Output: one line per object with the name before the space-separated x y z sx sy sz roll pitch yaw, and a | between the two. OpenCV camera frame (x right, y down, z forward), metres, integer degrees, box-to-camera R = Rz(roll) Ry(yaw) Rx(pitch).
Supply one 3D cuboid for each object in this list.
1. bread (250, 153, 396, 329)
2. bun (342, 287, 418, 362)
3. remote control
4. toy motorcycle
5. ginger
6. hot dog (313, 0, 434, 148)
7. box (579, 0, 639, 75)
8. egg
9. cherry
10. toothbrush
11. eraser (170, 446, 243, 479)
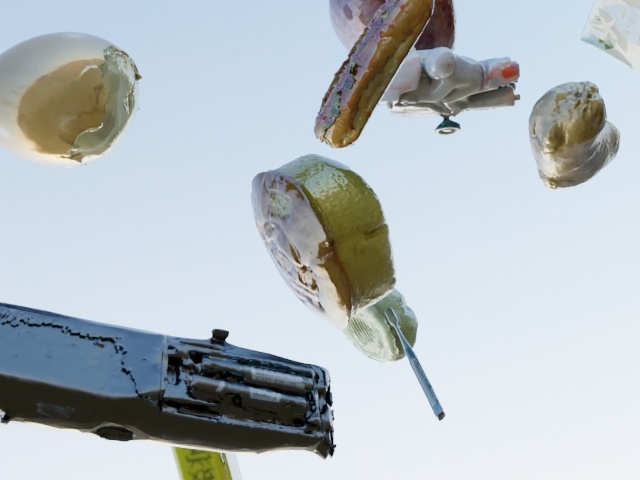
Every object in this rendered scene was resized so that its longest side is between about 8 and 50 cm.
bread | 0.000 0.000 1.467 0.148 0.270 0.270 -27 -46 -20
bun | 0.127 0.159 2.030 0.118 0.195 0.195 -36 -42 -32
remote control | -0.174 0.127 0.896 0.399 0.144 0.062 12 -56 -16
toy motorcycle | 0.157 -0.222 1.353 0.260 0.110 0.171 -2 -10 -4
ginger | 0.253 -0.102 0.962 0.095 0.069 0.190 -29 -23 10
hot dog | 0.039 -0.134 0.719 0.038 0.062 0.144 29 -80 -12
box | 0.519 -0.380 1.543 0.083 0.142 0.232 -48 -18 -20
egg | -0.391 -0.208 1.433 0.244 0.201 0.201 1 -53 4
cherry | 0.121 -0.340 1.486 0.192 0.175 0.249 -30 -74 14
toothbrush | 0.136 0.176 1.408 0.016 0.219 0.019 -37 -48 11
eraser | -0.161 0.250 1.283 0.069 0.158 0.226 -16 -91 -3
